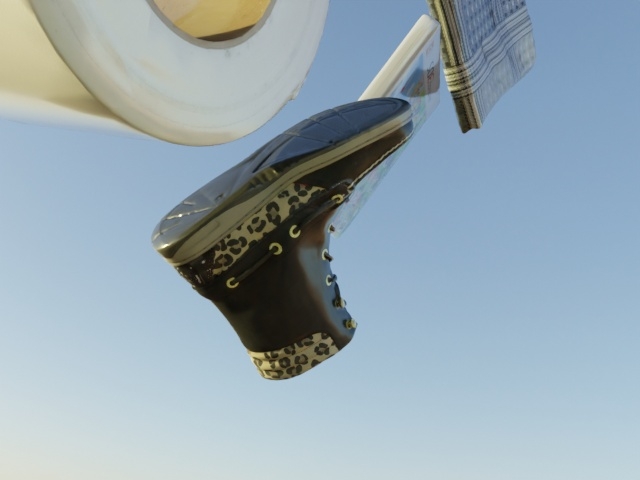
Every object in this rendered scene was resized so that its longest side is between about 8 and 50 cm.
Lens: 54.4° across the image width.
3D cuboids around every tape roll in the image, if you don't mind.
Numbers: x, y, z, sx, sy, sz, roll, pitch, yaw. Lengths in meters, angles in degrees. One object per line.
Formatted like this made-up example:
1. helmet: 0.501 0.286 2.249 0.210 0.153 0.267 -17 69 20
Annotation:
1. tape roll: -0.126 -0.187 0.386 0.169 0.246 0.246 12 -20 34

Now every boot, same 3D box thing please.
1. boot: -0.001 0.000 0.540 0.178 0.236 0.085 62 -9 -29

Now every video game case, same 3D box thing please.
1. video game case: 0.059 -0.106 0.665 0.023 0.212 0.193 37 -1 15

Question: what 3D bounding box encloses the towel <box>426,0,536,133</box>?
1. towel: 0.215 -0.335 0.808 0.056 0.324 0.312 -5 -64 35
